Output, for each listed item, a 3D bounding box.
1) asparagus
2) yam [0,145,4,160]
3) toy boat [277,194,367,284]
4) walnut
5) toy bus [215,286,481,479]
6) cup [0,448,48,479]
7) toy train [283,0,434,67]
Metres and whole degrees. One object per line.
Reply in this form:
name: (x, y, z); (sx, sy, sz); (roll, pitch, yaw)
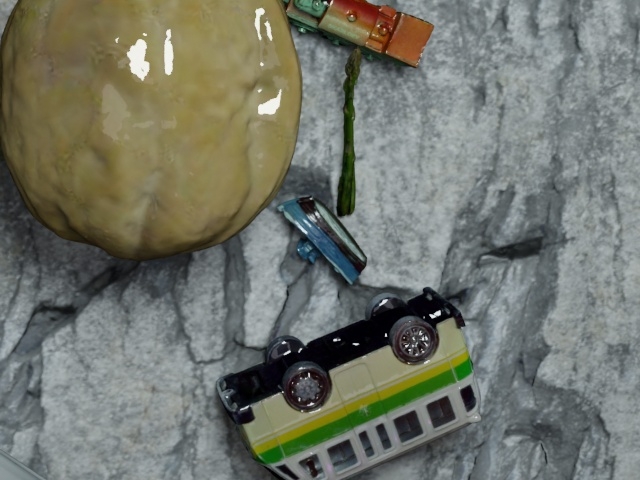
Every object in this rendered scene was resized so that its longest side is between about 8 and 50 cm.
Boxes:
asparagus: (0.035, -0.132, 1.622); (0.023, 0.022, 0.232); (20, 127, 25)
yam: (-0.487, -0.134, 1.503); (0.330, 0.133, 0.133); (-10, 102, -8)
toy boat: (0.000, 0.000, 1.660); (0.061, 0.060, 0.137); (-33, 112, 21)
walnut: (-0.184, -0.162, 1.446); (0.381, 0.381, 0.381); (-2, 101, -11)
toy bus: (0.040, 0.195, 1.659); (0.306, 0.143, 0.179); (-23, 106, -8)
cup: (-0.382, 0.380, 1.601); (0.202, 0.167, 0.221); (40, 89, -12)
toy train: (0.039, -0.264, 1.585); (0.176, 0.118, 0.074); (22, 93, -16)
